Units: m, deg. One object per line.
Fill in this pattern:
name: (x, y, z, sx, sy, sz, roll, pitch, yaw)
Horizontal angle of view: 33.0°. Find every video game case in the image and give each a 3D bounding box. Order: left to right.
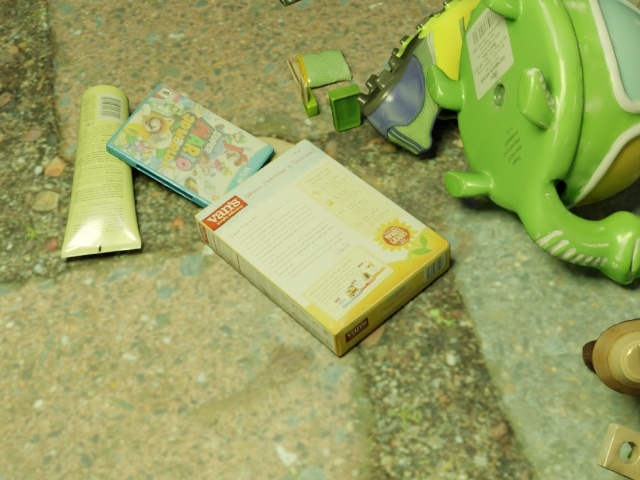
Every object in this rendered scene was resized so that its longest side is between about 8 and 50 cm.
video game case: (-0.155, -0.110, 1.297, 0.166, 0.015, 0.119, 30, 57, 6)

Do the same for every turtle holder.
turtle holder: (0.275, -0.137, 1.158, 0.227, 0.243, 0.320, -1, 39, -20)

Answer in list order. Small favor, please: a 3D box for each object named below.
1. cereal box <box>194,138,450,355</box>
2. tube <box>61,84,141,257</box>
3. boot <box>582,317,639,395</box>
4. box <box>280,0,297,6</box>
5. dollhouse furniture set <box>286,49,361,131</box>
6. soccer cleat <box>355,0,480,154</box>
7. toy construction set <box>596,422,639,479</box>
cereal box: (0.000, 0.000, 1.197, 0.173, 0.047, 0.240, -36, 54, -22)
tube: (-0.263, -0.081, 1.298, 0.070, 0.062, 0.240, -36, 45, 32)
boot: (0.367, 0.100, 0.970, 0.248, 0.207, 0.090, 0, 86, 7)
box: (-0.030, -0.371, 1.536, 0.083, 0.018, 0.067, -24, 51, -14)
dollhouse furniture set: (0.007, -0.208, 1.366, 0.076, 0.058, 0.152, -15, 50, -7)
soccer cleat: (0.148, -0.210, 1.348, 0.121, 0.093, 0.289, 44, 49, -7)
toy construction set: (0.269, 0.250, 0.869, 0.309, 0.257, 0.237, -3, 3, -16)
